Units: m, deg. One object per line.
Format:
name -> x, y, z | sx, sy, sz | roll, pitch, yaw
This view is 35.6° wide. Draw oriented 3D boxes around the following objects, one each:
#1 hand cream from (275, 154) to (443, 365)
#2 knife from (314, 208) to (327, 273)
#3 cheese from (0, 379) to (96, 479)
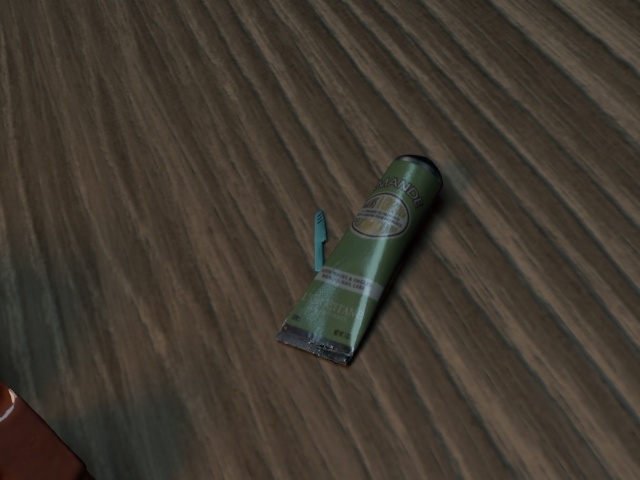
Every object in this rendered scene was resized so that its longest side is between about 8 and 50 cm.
hand cream -> 0.048, 0.009, 0.949 | 0.086, 0.055, 0.235 | 15, 62, 38
knife -> 0.000, 0.000, 1.009 | 0.014, 0.005, 0.091 | -15, 43, 12
cheese -> -0.242, 0.212, 0.805 | 0.177, 0.203, 0.128 | 36, 63, 13
